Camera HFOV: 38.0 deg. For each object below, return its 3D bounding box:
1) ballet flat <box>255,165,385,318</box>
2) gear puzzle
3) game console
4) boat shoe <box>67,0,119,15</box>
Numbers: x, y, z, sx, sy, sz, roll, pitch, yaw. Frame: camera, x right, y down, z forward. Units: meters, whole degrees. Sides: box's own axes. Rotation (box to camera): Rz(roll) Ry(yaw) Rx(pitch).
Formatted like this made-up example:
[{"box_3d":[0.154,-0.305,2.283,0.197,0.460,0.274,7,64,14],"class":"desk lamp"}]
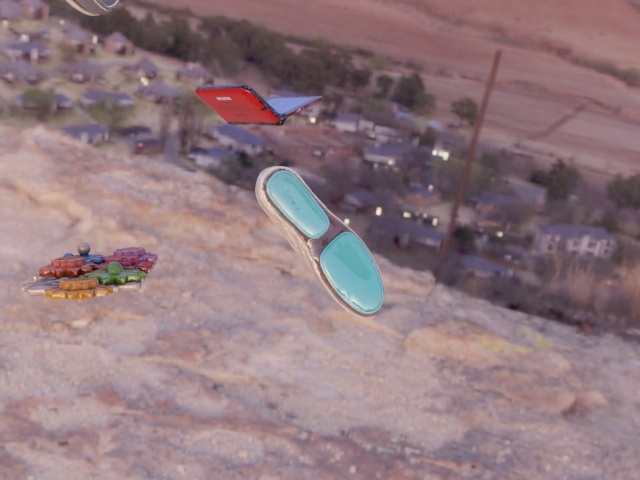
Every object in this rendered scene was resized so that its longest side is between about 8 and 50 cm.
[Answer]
[{"box_3d":[0.000,0.000,0.861,0.057,0.168,0.052,-38,8,-17],"class":"ballet flat"},{"box_3d":[-0.340,0.043,1.353,0.175,0.044,0.339,-2,8,-4],"class":"gear puzzle"},{"box_3d":[-0.094,-0.218,1.387,0.144,0.085,0.124,9,-25,51],"class":"game console"},{"box_3d":[-0.324,-0.436,1.289,0.099,0.319,0.116,13,56,15],"class":"boat shoe"}]
